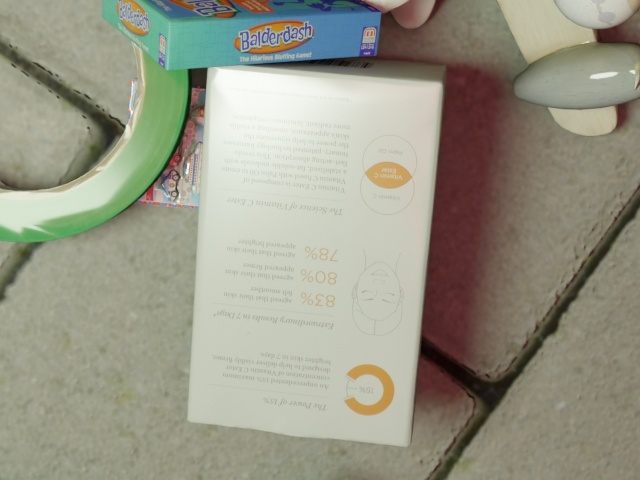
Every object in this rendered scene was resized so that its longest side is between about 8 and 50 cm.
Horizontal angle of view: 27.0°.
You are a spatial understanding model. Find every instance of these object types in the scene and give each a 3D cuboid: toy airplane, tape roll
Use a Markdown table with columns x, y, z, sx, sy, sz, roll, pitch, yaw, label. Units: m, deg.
| x | y | z | sx | sy | sz | roll | pitch | yaw | label |
| --- | --- | --- | --- | --- | --- | --- | --- | --- | --- |
| 0.206 | -0.283 | 1.229 | 0.386 | 0.272 | 0.384 | 15 | 127 | -22 | toy airplane |
| -0.289 | -0.160 | 1.318 | 0.321 | 0.077 | 0.321 | 0 | 95 | -2 | tape roll |

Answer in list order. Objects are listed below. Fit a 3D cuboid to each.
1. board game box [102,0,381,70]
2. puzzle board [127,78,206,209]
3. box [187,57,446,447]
| x | y | z | sx | sy | sz | roll | pitch | yaw | label |
| --- | --- | --- | --- | --- | --- | --- | --- | --- | --- |
| -0.075 | -0.208 | 1.227 | 0.210 | 0.160 | 0.047 | -9 | 120 | -28 | board game box |
| -0.153 | -0.098 | 1.376 | 0.096 | 0.011 | 0.128 | 5 | 96 | -5 | puzzle board |
| 0.000 | 0.000 | 1.283 | 0.215 | 0.168 | 0.345 | 6 | 103 | 5 | box |
